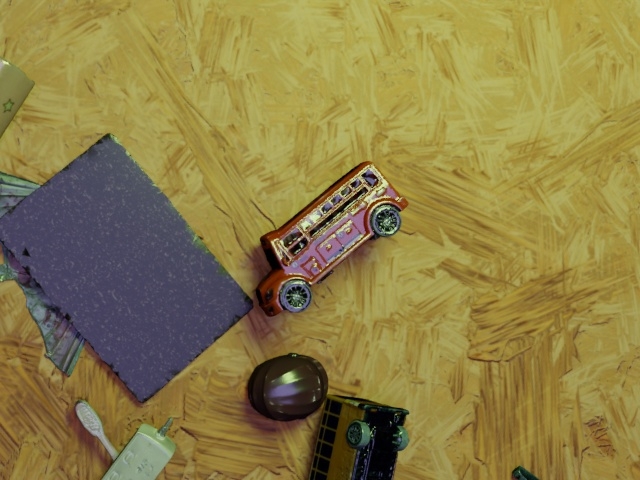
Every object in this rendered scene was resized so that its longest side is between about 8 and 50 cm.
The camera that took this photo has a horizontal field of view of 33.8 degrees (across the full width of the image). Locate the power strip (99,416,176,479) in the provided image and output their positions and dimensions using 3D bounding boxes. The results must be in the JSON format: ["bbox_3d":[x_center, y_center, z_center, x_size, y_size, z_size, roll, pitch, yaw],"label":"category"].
[{"bbox_3d":[-0.280,0.347,1.464,0.060,0.027,0.253,36,94,-8],"label":"power strip"}]

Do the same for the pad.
[{"bbox_3d":[-0.275,0.039,1.495,0.220,0.004,0.330,-40,98,-11],"label":"pad"}]

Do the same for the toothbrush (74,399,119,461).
[{"bbox_3d":[-0.259,0.351,1.497,0.025,0.029,0.307,-33,99,-6],"label":"toothbrush"}]

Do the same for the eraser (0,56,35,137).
[{"bbox_3d":[-0.536,-0.139,1.410,0.171,0.087,0.291,31,83,-6],"label":"eraser"}]

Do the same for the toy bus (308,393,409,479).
[{"bbox_3d":[0.044,0.328,1.510,0.098,0.114,0.201,14,87,-40],"label":"toy bus"}]

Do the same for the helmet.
[{"bbox_3d":[-0.042,0.214,1.516,0.123,0.070,0.098,-10,91,-10],"label":"helmet"}]

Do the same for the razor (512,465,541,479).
[{"bbox_3d":[0.371,0.409,1.624,0.190,0.033,0.066,39,124,-6],"label":"razor"}]

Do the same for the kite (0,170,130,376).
[{"bbox_3d":[-0.410,0.035,1.472,0.314,0.011,0.335,-24,94,-11],"label":"kite"}]

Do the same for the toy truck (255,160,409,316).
[{"bbox_3d":[0.000,0.000,1.507,0.252,0.107,0.114,-39,96,-11],"label":"toy truck"}]
